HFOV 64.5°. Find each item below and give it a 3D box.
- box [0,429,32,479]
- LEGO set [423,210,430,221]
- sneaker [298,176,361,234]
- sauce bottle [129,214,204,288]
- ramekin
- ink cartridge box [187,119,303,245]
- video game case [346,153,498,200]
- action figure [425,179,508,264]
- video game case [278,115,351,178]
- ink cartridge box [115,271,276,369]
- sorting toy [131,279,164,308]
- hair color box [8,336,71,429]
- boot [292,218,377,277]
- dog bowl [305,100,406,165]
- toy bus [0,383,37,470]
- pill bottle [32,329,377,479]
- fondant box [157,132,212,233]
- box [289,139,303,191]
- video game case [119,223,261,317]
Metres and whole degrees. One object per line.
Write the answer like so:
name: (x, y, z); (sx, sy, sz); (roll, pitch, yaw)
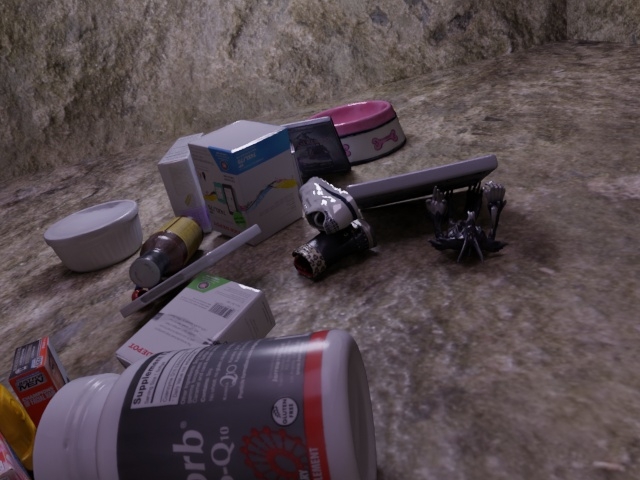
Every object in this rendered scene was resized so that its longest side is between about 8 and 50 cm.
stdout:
box: (-0.495, 0.373, 0.586); (0.299, 0.142, 0.154); (-31, 30, -33)
LEGO set: (0.288, -0.070, 1.254); (0.083, 0.024, 0.054); (-32, 30, -34)
sneaker: (-0.005, -0.079, 1.170); (0.094, 0.090, 0.235); (-39, 28, -12)
sauce bottle: (-0.378, 0.025, 1.251); (0.111, 0.112, 0.344); (-12, 15, 5)
ramekin: (-0.660, -0.012, 1.514); (0.272, 0.127, 0.273); (-12, 25, 6)
ink cartridge box: (-0.199, -0.163, 1.398); (0.198, 0.270, 0.197); (18, 40, 40)
video game case: (0.239, -0.135, 1.242); (0.328, 0.036, 0.300); (-12, -3, 9)
action figure: (0.304, -0.056, 1.081); (0.163, 0.141, 0.276); (-3, 24, 9)
video game case: (-0.025, -0.294, 1.652); (0.195, 0.274, 0.026); (-7, 64, 14)
ink cartridge box: (-0.211, 0.170, 0.878); (0.160, 0.093, 0.219); (14, 45, 35)
sorting toy: (-0.410, 0.125, 1.192); (0.042, 0.061, 0.102); (-40, 1, 32)
hair color box: (-0.414, 0.246, 0.784); (0.053, 0.167, 0.093); (-22, 26, -16)
boot: (0.000, -0.001, 1.193); (0.178, 0.085, 0.236); (-28, 26, -22)
dog bowl: (0.114, -0.414, 1.931); (0.407, 0.151, 0.408); (-12, 25, 6)
toy bus: (-0.553, 0.285, 0.728); (0.220, 0.212, 0.149); (-26, 29, -22)
pill bottle: (-0.126, 0.232, 0.610); (0.362, 0.210, 0.210); (-10, 25, 11)
fondant box: (-0.402, -0.184, 1.607); (0.096, 0.239, 0.330); (-12, 25, 2)
box: (-0.207, -0.195, 1.597); (0.289, 0.169, 0.087); (-15, 39, 0)
video game case: (-0.279, 0.065, 1.098); (0.285, 0.025, 0.204); (-29, 6, 28)
